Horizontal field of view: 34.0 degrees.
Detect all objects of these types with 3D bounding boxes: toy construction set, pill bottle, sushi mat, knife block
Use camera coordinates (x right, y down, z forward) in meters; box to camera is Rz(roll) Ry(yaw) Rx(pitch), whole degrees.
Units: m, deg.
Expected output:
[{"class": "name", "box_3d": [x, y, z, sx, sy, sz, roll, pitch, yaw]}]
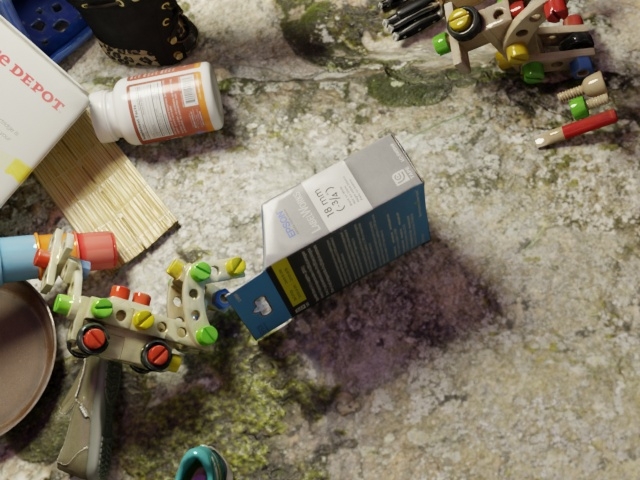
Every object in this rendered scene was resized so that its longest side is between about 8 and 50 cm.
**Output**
[{"class": "toy construction set", "box_3d": [-0.289, 0.091, 1.623, 0.327, 0.151, 0.215, 14, 72, -11]}, {"class": "pill bottle", "box_3d": [-0.284, -0.233, 1.819, 0.216, 0.121, 0.121, -10, 67, 3]}, {"class": "toy construction set", "box_3d": [0.330, -0.303, 1.738, 0.237, 0.257, 0.309, -19, 89, 20]}, {"class": "sushi mat", "box_3d": [-0.393, -0.093, 1.835, 0.151, 0.019, 0.316, -37, 68, -8]}, {"class": "knife block", "box_3d": [0.244, -0.451, 1.849, 0.275, 0.088, 0.242, 13, 72, 13]}]

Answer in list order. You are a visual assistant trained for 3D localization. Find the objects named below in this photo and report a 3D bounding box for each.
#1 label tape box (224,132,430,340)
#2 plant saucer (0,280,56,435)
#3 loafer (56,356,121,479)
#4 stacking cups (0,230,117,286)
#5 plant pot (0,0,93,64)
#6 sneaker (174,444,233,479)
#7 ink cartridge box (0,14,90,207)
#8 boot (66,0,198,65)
[{"class": "label tape box", "box_3d": [0.000, 0.000, 1.619, 0.333, 0.240, 0.106, -29, 67, -4]}, {"class": "plant saucer", "box_3d": [-0.579, 0.195, 1.732, 0.310, 0.050, 0.311, -3, 68, 8]}, {"class": "loafer", "box_3d": [-0.372, 0.254, 1.652, 0.087, 0.094, 0.251, 1, 68, 4]}, {"class": "stacking cups", "box_3d": [-0.488, 0.032, 1.686, 0.316, 0.096, 0.096, -5, 66, -18]}, {"class": "plant pot", "box_3d": [-0.523, -0.483, 1.889, 0.212, 0.236, 0.236, 34, 68, 25]}, {"class": "sneaker", "box_3d": [-0.208, 0.437, 1.546, 0.107, 0.110, 0.275, 7, 70, 11]}, {"class": "ink cartridge box", "box_3d": [-0.613, -0.186, 1.741, 0.279, 0.160, 0.385, 42, 85, -20]}, {"class": "boot", "box_3d": [-0.266, -0.430, 1.808, 0.377, 0.284, 0.138, -8, 67, 7]}]
